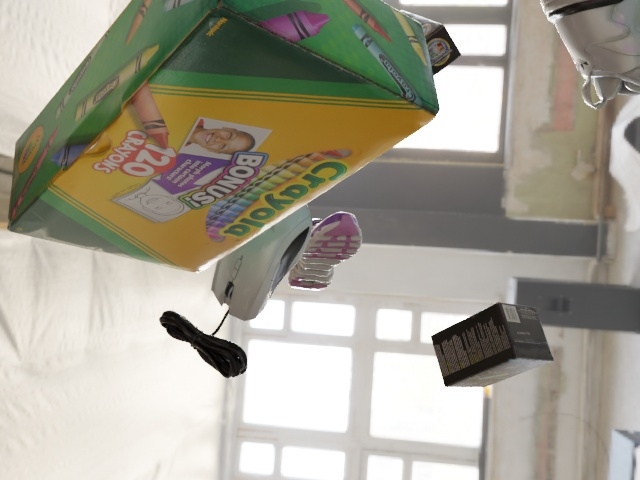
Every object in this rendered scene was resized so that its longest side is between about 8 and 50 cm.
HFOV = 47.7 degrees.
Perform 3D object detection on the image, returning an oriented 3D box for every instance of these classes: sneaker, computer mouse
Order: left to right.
[{"bbox_3d":[-0.078,0.036,0.693,0.042,0.106,0.193,6,-62,-60],"label":"computer mouse"},{"bbox_3d":[0.000,0.000,1.277,0.236,0.095,0.105,126,148,-58],"label":"sneaker"},{"bbox_3d":[0.533,-0.346,1.113,0.137,0.365,0.210,-140,29,-80],"label":"sneaker"}]

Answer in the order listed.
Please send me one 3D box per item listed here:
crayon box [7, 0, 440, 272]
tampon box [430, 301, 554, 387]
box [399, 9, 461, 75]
[{"bbox_3d":[-0.080,-0.075,0.498,0.165,0.278,0.081,16,-124,-38],"label":"crayon box"},{"bbox_3d":[0.302,0.190,1.289,0.120,0.161,0.102,11,-123,-41],"label":"tampon box"},{"bbox_3d":[0.101,-0.298,1.252,0.060,0.216,0.270,50,-172,-23],"label":"box"}]
